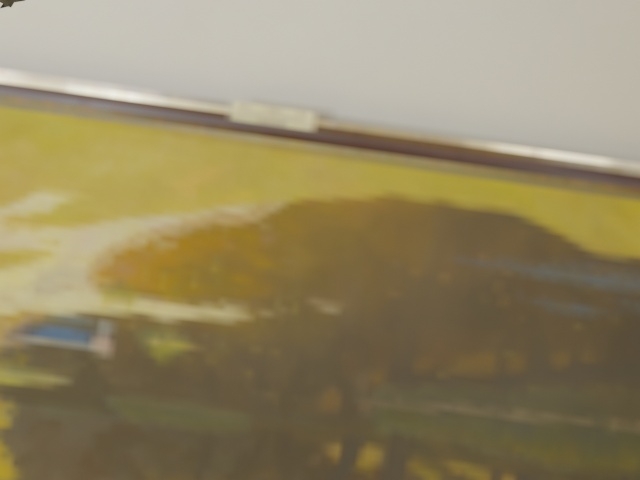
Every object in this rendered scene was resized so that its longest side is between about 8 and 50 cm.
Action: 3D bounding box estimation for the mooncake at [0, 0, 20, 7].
[{"bbox_3d":[-0.003,0.005,0.561,0.346,0.150,0.057,34,155,1],"label":"mooncake"}]
